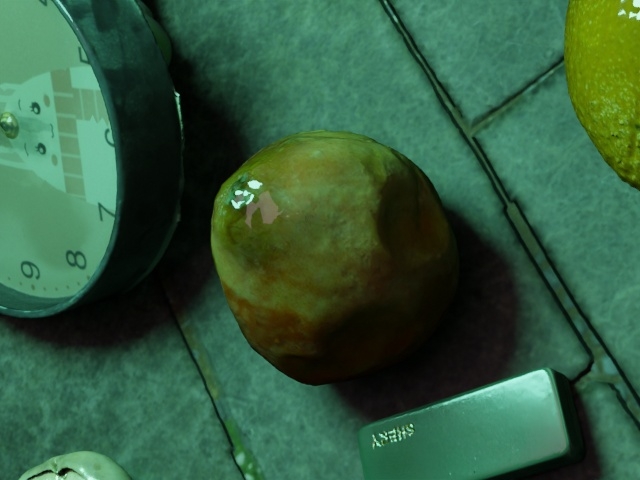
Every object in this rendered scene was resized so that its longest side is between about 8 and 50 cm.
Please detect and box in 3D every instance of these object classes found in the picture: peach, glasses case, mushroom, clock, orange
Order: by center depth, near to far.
[{"bbox_3d":[0.309,-0.151,1.158,0.274,0.274,0.274,-9,71,29],"label":"orange"},{"bbox_3d":[0.121,0.167,1.309,0.184,0.039,0.077,-21,66,25],"label":"glasses case"},{"bbox_3d":[0.000,0.000,1.320,0.214,0.235,0.214,-12,61,23],"label":"peach"},{"bbox_3d":[-0.232,0.265,1.447,0.154,0.122,0.154,-15,63,33],"label":"mushroom"},{"bbox_3d":[-0.292,-0.109,1.507,0.386,0.076,0.386,16,116,35],"label":"clock"}]

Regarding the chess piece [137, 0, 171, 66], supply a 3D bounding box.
[{"bbox_3d":[-0.206,-0.278,1.603,0.139,0.139,0.271,-10,60,29],"label":"chess piece"}]
